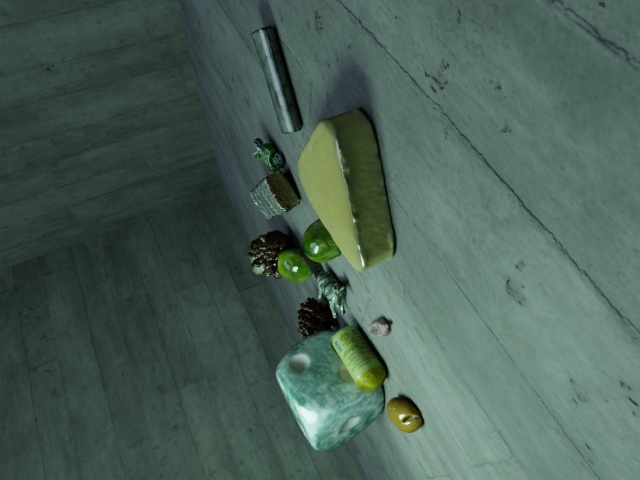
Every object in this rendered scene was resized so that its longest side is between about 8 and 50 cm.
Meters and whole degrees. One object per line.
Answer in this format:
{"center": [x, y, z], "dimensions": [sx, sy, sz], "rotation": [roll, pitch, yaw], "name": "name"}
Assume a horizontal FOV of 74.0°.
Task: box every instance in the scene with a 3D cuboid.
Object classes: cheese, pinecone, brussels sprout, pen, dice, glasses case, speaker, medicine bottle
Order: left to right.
{"center": [-0.214, 0.067, 2.063], "dimensions": [0.257, 0.243, 0.243], "rotation": [25, -164, -38], "name": "pinecone"}
{"center": [-0.129, -0.476, 1.280], "dimensions": [0.114, 0.060, 0.299], "rotation": [34, 144, 64], "name": "glasses case"}
{"center": [-0.109, 0.114, 1.887], "dimensions": [0.180, 0.162, 0.143], "rotation": [75, -162, -62], "name": "brussels sprout"}
{"center": [-0.020, 0.371, 1.915], "dimensions": [0.185, 0.169, 0.212], "rotation": [-110, 19, -61], "name": "pinecone"}
{"center": [-0.009, 0.126, 1.767], "dimensions": [0.191, 0.040, 0.046], "rotation": [65, 163, 12], "name": "speaker"}
{"center": [-0.003, 0.004, 1.413], "dimensions": [0.149, 0.122, 0.151], "rotation": [43, 153, 52], "name": "brussels sprout"}
{"center": [0.031, 0.589, 1.703], "dimensions": [0.348, 0.331, 0.327], "rotation": [50, 157, 42], "name": "dice"}
{"center": [0.040, -0.144, 1.085], "dimensions": [0.384, 0.104, 0.384], "rotation": [59, 163, 30], "name": "cheese"}
{"center": [0.141, 0.429, 1.533], "dimensions": [0.239, 0.124, 0.124], "rotation": [53, 159, 41], "name": "medicine bottle"}
{"center": [0.185, 0.277, 1.328], "dimensions": [0.053, 0.032, 0.197], "rotation": [64, 166, 13], "name": "pen"}

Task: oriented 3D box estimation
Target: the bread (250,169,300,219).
{"center": [-0.202, -0.185, 1.811], "dimensions": [0.165, 0.113, 0.416], "rotation": [54, 166, -8], "name": "bread"}

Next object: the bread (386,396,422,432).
{"center": [0.268, 0.575, 1.393], "dimensions": [0.189, 0.078, 0.114], "rotation": [112, 138, -73], "name": "bread"}

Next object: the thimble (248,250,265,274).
{"center": [-0.274, 0.083, 2.276], "dimensions": [0.196, 0.229, 0.148], "rotation": [-25, 87, 48], "name": "thimble"}

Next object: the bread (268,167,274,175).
{"center": [-0.207, -0.317, 1.844], "dimensions": [0.068, 0.028, 0.153], "rotation": [53, 161, 37], "name": "bread"}

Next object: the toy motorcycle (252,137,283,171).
{"center": [-0.208, -0.340, 1.722], "dimensions": [0.190, 0.074, 0.106], "rotation": [40, 147, 32], "name": "toy motorcycle"}

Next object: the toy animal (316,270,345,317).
{"center": [0.054, 0.210, 1.600], "dimensions": [0.255, 0.090, 0.169], "rotation": [24, 130, 66], "name": "toy animal"}
